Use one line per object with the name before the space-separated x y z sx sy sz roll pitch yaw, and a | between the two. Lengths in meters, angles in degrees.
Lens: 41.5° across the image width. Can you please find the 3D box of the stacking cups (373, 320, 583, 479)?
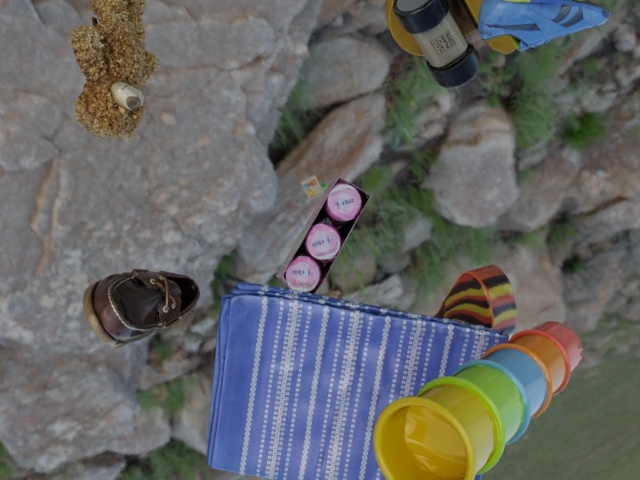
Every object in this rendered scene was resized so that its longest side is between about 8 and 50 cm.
stacking cups | 0.169 0.152 0.813 0.316 0.096 0.096 -13 147 -55

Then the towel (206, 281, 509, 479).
towel | 0.036 0.190 0.995 0.040 0.336 0.243 -64 162 -76

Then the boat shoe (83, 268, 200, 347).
boat shoe | -0.180 0.061 0.882 0.073 0.073 0.207 -23 180 6

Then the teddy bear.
teddy bear | -0.390 -0.367 1.642 0.113 0.338 0.245 -1 151 11

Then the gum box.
gum box | 0.000 0.000 1.330 0.188 0.062 0.107 -60 -175 -6

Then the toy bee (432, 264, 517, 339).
toy bee | 0.187 0.170 1.159 0.195 0.162 0.298 -23 159 -19

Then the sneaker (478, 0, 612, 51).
sneaker | 0.312 -0.308 1.187 0.209 0.069 0.082 -2 118 -24

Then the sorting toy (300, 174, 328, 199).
sorting toy | -0.016 -0.156 2.418 0.083 0.062 0.012 -23 -178 38

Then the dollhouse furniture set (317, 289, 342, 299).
dollhouse furniture set | 0.053 0.255 1.882 0.262 0.259 0.135 -14 -154 43

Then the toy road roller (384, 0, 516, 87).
toy road roller | 0.274 -0.472 1.567 0.330 0.240 0.202 -30 134 14
